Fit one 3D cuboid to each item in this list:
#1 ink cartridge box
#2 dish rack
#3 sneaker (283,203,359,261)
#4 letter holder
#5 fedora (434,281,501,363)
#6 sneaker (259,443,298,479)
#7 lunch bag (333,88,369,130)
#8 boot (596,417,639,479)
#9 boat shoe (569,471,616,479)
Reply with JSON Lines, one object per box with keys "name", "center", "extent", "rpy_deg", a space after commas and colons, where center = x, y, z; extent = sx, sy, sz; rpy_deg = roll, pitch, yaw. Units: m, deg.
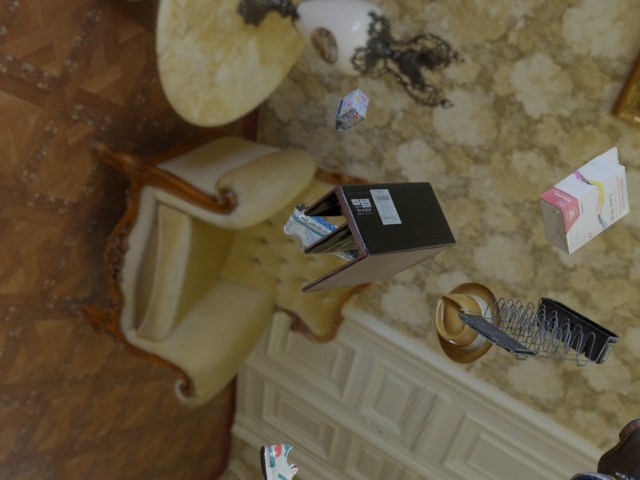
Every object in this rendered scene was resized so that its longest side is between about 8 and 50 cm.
{"name": "ink cartridge box", "center": [0.518, -0.079, 1.560], "extent": [0.198, 0.067, 0.115], "rpy_deg": [-33, 128, -14]}
{"name": "dish rack", "center": [0.413, 0.169, 1.594], "extent": [0.271, 0.208, 0.074], "rpy_deg": [9, 103, -28]}
{"name": "sneaker", "center": [0.000, 0.000, 1.807], "extent": [0.083, 0.190, 0.071], "rpy_deg": [-48, -161, 22]}
{"name": "letter holder", "center": [0.093, -0.005, 1.702], "extent": [0.301, 0.152, 0.214], "rpy_deg": [-6, 159, -47]}
{"name": "fedora", "center": [0.308, 0.174, 1.813], "extent": [0.079, 0.194, 0.194], "rpy_deg": [23, 99, -35]}
{"name": "sneaker", "center": [-0.079, 0.498, 1.696], "extent": [0.057, 0.075, 0.161], "rpy_deg": [-179, -99, -74]}
{"name": "lunch bag", "center": [0.063, -0.294, 1.870], "extent": [0.083, 0.053, 0.071], "rpy_deg": [-26, -143, 40]}
{"name": "boot", "center": [0.598, 0.454, 1.587], "extent": [0.106, 0.082, 0.219], "rpy_deg": [-88, -175, -54]}
{"name": "boat shoe", "center": [0.452, 0.416, 1.365], "extent": [0.066, 0.066, 0.183], "rpy_deg": [-9, 160, -16]}
